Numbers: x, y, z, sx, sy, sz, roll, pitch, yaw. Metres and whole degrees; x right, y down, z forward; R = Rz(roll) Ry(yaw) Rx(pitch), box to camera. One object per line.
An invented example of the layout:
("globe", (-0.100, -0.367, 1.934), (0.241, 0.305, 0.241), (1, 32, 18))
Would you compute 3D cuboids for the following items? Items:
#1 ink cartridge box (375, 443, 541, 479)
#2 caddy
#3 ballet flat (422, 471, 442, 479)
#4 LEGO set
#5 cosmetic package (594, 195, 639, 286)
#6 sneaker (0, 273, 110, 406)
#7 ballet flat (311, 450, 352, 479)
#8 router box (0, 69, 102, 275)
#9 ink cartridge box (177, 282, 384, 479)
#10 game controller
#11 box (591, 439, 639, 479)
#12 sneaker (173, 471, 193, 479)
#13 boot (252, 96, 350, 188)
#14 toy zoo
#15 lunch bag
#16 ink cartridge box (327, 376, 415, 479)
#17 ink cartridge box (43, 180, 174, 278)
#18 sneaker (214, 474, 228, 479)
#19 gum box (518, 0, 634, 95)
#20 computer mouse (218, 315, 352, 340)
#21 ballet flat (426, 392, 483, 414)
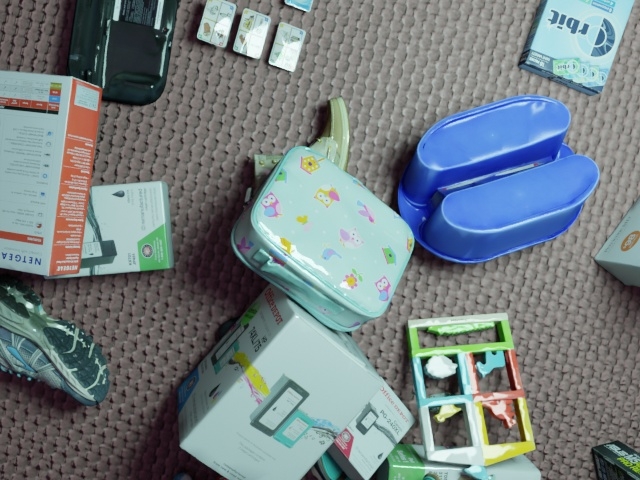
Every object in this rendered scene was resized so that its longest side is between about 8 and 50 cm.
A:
("ink cartridge box", (0.241, 0.488, 1.264), (0.278, 0.117, 0.201), (5, 92, -6))
("caddy", (0.305, -0.101, 1.218), (0.341, 0.179, 0.241), (-17, 71, -5))
("ballet flat", (0.206, 0.487, 1.177), (0.067, 0.073, 0.206), (-3, 96, -32))
("LEGO set", (-0.102, -0.441, 1.228), (0.182, 0.060, 0.244), (14, 92, -19))
("cosmetic package", (0.681, -0.080, 1.204), (0.097, 0.284, 0.377), (37, 88, -5))
("sneaker", (-0.484, 0.186, 1.189), (0.283, 0.110, 0.122), (45, 105, -4))
("ballet flat", (0.023, 0.428, 1.260), (0.074, 0.074, 0.203), (-31, 94, -4))
("router box", (-0.531, -0.117, 1.106), (0.335, 0.082, 0.301), (9, 92, 15))
("ink cartridge box", (-0.074, 0.241, 1.150), (0.197, 0.198, 0.270), (40, 92, -19))
("game controller", (-0.331, -0.396, 1.192), (0.166, 0.067, 0.319), (8, 92, -21))
("box", (0.590, 0.528, 1.258), (0.060, 0.216, 0.270), (-12, 93, -6))
("sneaker", (-0.190, 0.506, 1.241), (0.092, 0.087, 0.228), (-29, 96, -22))
("boot", (-0.036, -0.149, 1.222), (0.165, 0.077, 0.213), (4, 97, -5))
("toy zoo", (0.265, 0.278, 1.240), (0.192, 0.030, 0.293), (-4, 68, -6))
("lunch bag", (0.000, 0.000, 1.112), (0.279, 0.108, 0.224), (37, 54, -12))
("ink cartridge box", (0.080, 0.330, 1.236), (0.150, 0.063, 0.109), (-43, 98, -29))
("ink cartridge box", (-0.363, -0.018, 1.185), (0.208, 0.087, 0.153), (-6, 93, -5))
("sneaker", (-0.143, 0.488, 1.167), (0.145, 0.270, 0.090), (40, 132, -14))
("gum box", (0.471, -0.382, 1.286), (0.157, 0.041, 0.184), (19, 90, -7))
("computer mouse", (-0.061, 0.169, 1.253), (0.242, 0.041, 0.071), (-1, 92, -7))
("ballet flat", (0.250, 0.306, 1.296), (0.114, 0.041, 0.041), (4, 92, -6))
